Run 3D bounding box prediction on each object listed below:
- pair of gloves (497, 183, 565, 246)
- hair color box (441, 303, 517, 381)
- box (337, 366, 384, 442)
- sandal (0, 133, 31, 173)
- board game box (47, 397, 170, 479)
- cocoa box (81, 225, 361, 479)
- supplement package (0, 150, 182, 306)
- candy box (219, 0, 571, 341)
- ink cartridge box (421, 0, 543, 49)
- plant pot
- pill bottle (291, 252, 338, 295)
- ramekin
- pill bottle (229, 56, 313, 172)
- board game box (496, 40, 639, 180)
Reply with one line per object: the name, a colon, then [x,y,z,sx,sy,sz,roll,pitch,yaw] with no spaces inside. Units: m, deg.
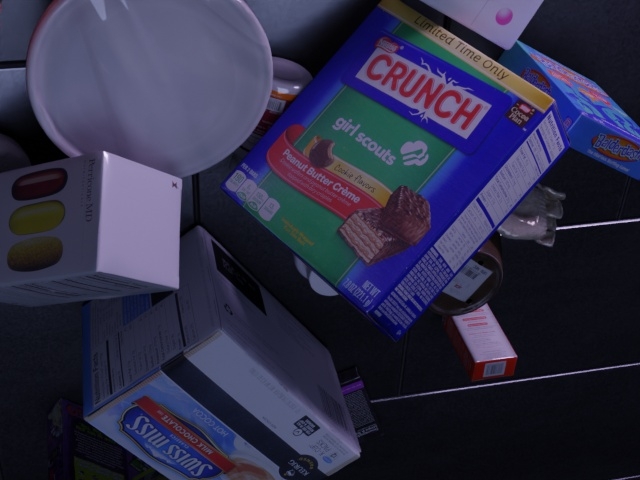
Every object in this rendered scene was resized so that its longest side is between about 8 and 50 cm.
pair of gloves: [0.241,-0.115,1.255,0.204,0.240,0.042,22,151,-20]
hair color box: [0.247,0.154,1.513,0.072,0.141,0.043,-6,128,-12]
box: [0.032,0.293,1.630,0.116,0.029,0.162,-21,128,1]
sandal: [-0.553,-0.014,1.190,0.416,0.102,0.169,-28,145,-10]
board game box: [-0.265,0.389,1.503,0.347,0.208,0.056,32,116,-32]
cocoa box: [-0.145,0.202,1.377,0.228,0.231,0.347,-34,128,11]
supplement package: [-0.295,-0.007,1.109,0.244,0.139,0.134,-8,165,31]
candy box: [0.087,-0.091,1.140,0.317,0.268,0.122,-48,150,-3]
ink cartridge box: [0.168,-0.423,1.051,0.324,0.071,0.330,23,115,-22]
plant pot: [0.154,-0.013,1.302,0.215,0.230,0.215,-8,128,-10]
pill bottle: [0.000,0.000,1.312,0.087,0.160,0.087,-8,129,-10]
ramekin: [-0.200,-0.211,1.115,0.273,0.127,0.273,-8,128,-11]
pill bottle: [-0.068,-0.150,1.227,0.086,0.086,0.152,6,125,-20]
board game box: [0.335,-0.170,1.248,0.160,0.210,0.047,19,118,-29]
